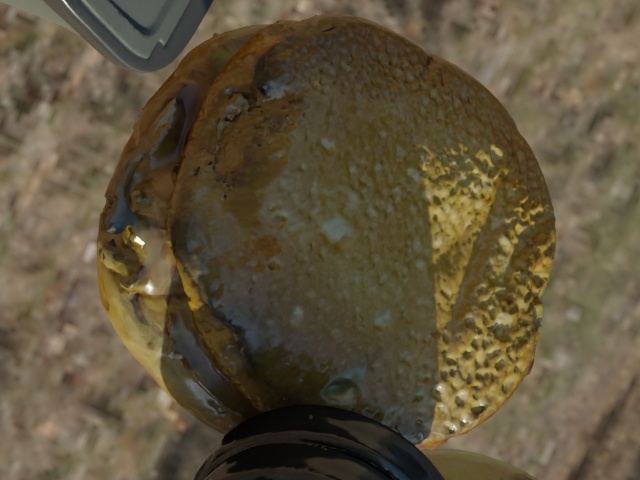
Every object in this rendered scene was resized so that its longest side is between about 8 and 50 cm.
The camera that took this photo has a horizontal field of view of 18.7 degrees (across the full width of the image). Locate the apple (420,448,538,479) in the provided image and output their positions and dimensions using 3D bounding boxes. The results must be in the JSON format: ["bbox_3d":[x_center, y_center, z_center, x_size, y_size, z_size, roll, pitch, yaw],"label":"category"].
[{"bbox_3d":[0.086,0.334,1.671,0.319,0.277,0.319,-1,90,-73],"label":"apple"}]

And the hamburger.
[{"bbox_3d":[0.000,0.000,1.305,0.170,0.314,0.289,-14,-127,56],"label":"hamburger"}]

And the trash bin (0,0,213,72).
[{"bbox_3d":[-0.239,-0.301,1.758,0.219,0.250,0.219,-61,148,-15],"label":"trash bin"}]

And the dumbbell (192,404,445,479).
[{"bbox_3d":[-0.035,0.243,1.126,0.185,0.185,0.388,-65,174,34],"label":"dumbbell"}]
